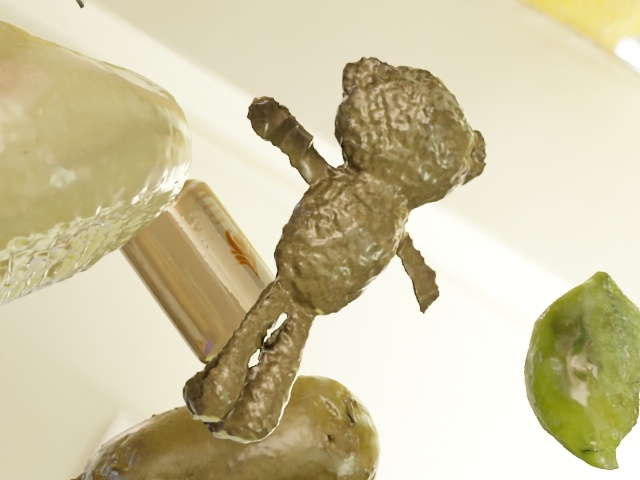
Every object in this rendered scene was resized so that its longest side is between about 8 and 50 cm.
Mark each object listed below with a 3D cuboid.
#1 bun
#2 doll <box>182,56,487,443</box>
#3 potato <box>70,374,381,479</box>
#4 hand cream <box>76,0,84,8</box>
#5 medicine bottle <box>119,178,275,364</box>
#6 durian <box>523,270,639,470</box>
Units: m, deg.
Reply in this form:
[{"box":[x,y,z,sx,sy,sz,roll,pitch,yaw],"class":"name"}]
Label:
[{"box":[-0.277,-0.054,1.384,0.213,0.361,0.361,61,-13,5],"class":"bun"},{"box":[0.015,0.008,1.269,0.202,0.286,0.091,12,-10,-24],"class":"doll"},{"box":[-0.096,0.295,2.094,0.270,0.359,0.219,65,5,-49],"class":"potato"},{"box":[-0.280,-0.305,2.077,0.030,0.019,0.093,63,9,-46],"class":"hand cream"},{"box":[-0.143,-0.002,1.821,0.252,0.114,0.114,53,-14,3],"class":"medicine bottle"},{"box":[0.303,0.146,2.079,0.139,0.250,0.101,7,-39,17],"class":"durian"}]
